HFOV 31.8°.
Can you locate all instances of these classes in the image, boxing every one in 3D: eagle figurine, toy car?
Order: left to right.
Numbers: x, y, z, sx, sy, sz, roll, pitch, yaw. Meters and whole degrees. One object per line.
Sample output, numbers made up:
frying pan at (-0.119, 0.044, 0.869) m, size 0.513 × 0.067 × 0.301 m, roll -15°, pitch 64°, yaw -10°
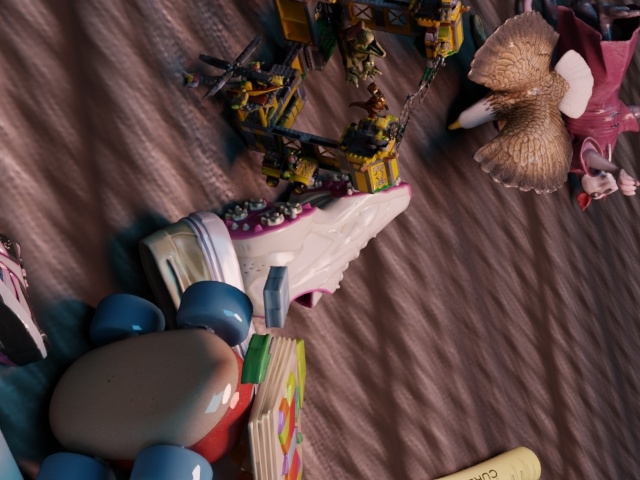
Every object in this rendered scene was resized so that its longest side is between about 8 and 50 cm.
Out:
toy car at (-0.129, 0.199, 1.125) m, size 0.238 × 0.210 × 0.219 m, roll 53°, pitch 37°, yaw -43°
eagle figurine at (0.290, -0.206, 1.646) m, size 0.226 × 0.298 × 0.225 m, roll 33°, pitch 100°, yaw -7°

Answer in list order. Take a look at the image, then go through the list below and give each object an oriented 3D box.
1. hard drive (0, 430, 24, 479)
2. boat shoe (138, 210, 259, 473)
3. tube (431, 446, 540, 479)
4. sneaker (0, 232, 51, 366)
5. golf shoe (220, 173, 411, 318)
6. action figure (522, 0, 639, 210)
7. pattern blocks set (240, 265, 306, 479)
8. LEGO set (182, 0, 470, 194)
hard drive at (-0.379, 0.191, 0.940) m, size 0.233 × 0.047 × 0.353 m, roll -37°, pitch 113°, yaw -45°
boat shoe at (-0.121, 0.121, 1.229) m, size 0.094 × 0.109 × 0.302 m, roll -19°, pitch 97°, yaw -24°
tube at (0.231, 0.362, 1.630) m, size 0.240 × 0.062 × 0.070 m, roll -11°, pitch 53°, yaw -45°
sneaker at (-0.297, 0.035, 1.042) m, size 0.178 × 0.072 × 0.077 m, roll 66°, pitch 32°, yaw -28°
golf shoe at (0.000, 0.000, 1.377) m, size 0.306 × 0.115 × 0.140 m, roll -21°, pitch 112°, yaw -42°
action figure at (0.441, -0.220, 1.874) m, size 0.248 × 0.276 × 0.370 m, roll -37°, pitch 135°, yaw -50°
pattern blocks set at (-0.040, 0.204, 1.110) m, size 0.285 × 0.026 × 0.324 m, roll -80°, pitch 168°, yaw -48°
LEGO set at (0.024, -0.233, 1.303) m, size 0.331 × 0.255 × 0.192 m, roll -56°, pitch 154°, yaw -24°
